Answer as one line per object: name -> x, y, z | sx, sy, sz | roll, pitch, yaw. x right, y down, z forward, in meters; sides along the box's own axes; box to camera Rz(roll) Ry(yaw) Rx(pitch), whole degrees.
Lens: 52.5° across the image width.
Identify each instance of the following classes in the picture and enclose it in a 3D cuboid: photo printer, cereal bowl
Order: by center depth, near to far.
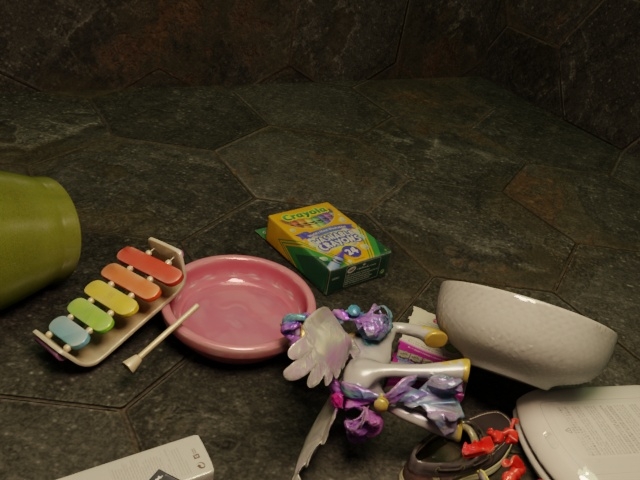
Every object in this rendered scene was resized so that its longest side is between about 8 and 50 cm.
photo printer -> 0.528, 0.386, 1.207 | 0.308, 0.107, 0.256 | 1, 31, -14
cereal bowl -> 0.376, 0.195, 1.245 | 0.339, 0.141, 0.339 | 18, -8, 2

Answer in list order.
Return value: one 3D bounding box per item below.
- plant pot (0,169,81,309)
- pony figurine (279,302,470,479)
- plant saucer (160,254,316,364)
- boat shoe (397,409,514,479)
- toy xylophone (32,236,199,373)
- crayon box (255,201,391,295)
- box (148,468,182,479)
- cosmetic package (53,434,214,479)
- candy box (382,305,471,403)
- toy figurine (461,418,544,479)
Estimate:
plant pot -> -0.694, 0.002, 1.294 | 0.366, 0.366, 0.353 | 29, 24, 28
pony figurine -> 0.071, 0.242, 1.146 | 0.364, 0.302, 0.351 | 9, 22, 8
plant saucer -> -0.177, 0.153, 1.403 | 0.332, 0.084, 0.332 | 7, 32, -4
boat shoe -> 0.258, 0.371, 1.167 | 0.285, 0.092, 0.103 | -15, 39, -34
toy xylophone -> -0.382, 0.131, 1.281 | 0.236, 0.081, 0.322 | 12, 48, 33
crayon box -> 0.000, 0.000, 1.701 | 0.203, 0.083, 0.323 | -16, 39, -36
box -> -0.169, 0.413, 0.870 | 0.156, 0.158, 0.093 | 9, 37, 35
cosmetic package -> -0.281, 0.388, 0.967 | 0.231, 0.117, 0.085 | -9, 36, -30
candy box -> 0.238, 0.251, 1.376 | 0.159, 0.071, 0.233 | 19, 34, 13
toy figurine -> 0.242, 0.473, 0.976 | 0.191, 0.217, 0.362 | -17, 83, -58
